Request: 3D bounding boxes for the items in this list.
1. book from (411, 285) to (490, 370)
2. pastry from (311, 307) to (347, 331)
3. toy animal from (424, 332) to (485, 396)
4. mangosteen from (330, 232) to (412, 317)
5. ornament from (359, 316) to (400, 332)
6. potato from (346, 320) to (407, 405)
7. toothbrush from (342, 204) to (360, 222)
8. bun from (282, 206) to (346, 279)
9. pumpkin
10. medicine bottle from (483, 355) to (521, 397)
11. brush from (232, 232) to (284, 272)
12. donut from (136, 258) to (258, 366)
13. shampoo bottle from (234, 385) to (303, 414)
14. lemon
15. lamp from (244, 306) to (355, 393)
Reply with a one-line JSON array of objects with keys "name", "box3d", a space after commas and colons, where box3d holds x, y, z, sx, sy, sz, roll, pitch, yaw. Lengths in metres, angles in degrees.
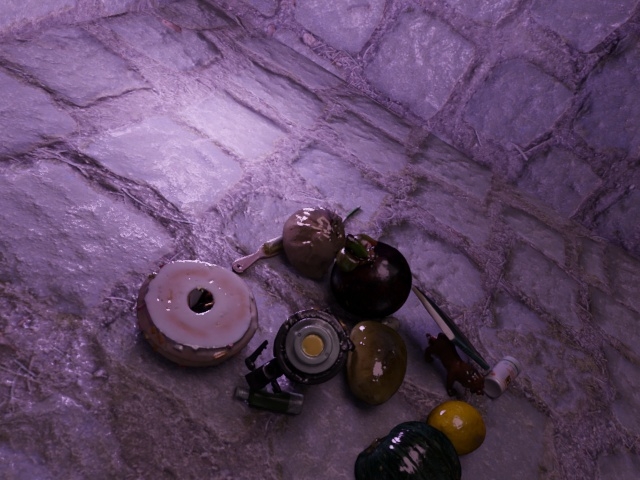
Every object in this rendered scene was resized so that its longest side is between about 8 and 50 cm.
[{"name": "book", "box3d": [0.488, 0.332, 1.838, 0.379, 0.031, 0.264, 39, 12, -45]}, {"name": "pastry", "box3d": [-0.016, 0.329, 1.663, 0.154, 0.102, 0.250, 39, 42, 14]}, {"name": "toy animal", "box3d": [0.486, 0.441, 1.803, 0.097, 0.157, 0.312, -5, 51, -36]}, {"name": "mangosteen", "box3d": [0.185, 0.118, 1.817, 0.306, 0.359, 0.306, -4, 33, 2]}, {"name": "ornament", "box3d": [0.228, 0.323, 1.838, 0.156, 0.081, 0.074, -1, 52, -26]}, {"name": "potato", "box3d": [0.184, 0.407, 1.645, 0.210, 0.173, 0.307, 25, 41, -8]}, {"name": "toothbrush", "box3d": [0.125, -0.111, 2.291, 0.024, 0.018, 0.257, 33, 39, 15]}, {"name": "bun", "box3d": [-0.008, -0.013, 1.923, 0.281, 0.205, 0.281, 31, 43, -33]}, {"name": "pumpkin", "box3d": [0.276, 0.657, 1.415, 0.293, 0.197, 0.263, -17, 60, -39]}, {"name": "medicine bottle", "box3d": [0.696, 0.524, 1.895, 0.183, 0.086, 0.086, -23, 62, -44]}, {"name": "brush", "box3d": [-0.219, 0.037, 1.890, 0.072, 0.067, 0.313, 44, 43, 16]}, {"name": "donut", "box3d": [-0.381, 0.225, 1.524, 0.383, 0.142, 0.382, 17, 40, -15]}, {"name": "shampoo bottle", "box3d": [-0.155, 0.469, 1.464, 0.205, 0.065, 0.065, 16, 41, -15]}, {"name": "lemon", "box3d": [0.439, 0.605, 1.594, 0.207, 0.170, 0.170, 3, 45, -39]}, {"name": "lamp", "box3d": [-0.024, 0.306, 1.424, 0.374, 0.272, 0.205, -25, 79, -32]}]
